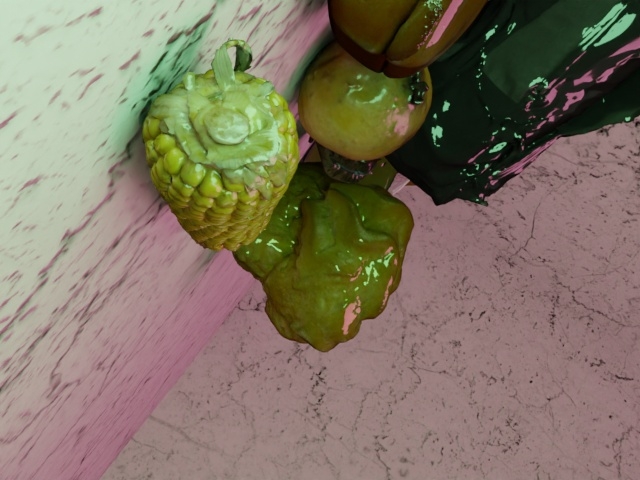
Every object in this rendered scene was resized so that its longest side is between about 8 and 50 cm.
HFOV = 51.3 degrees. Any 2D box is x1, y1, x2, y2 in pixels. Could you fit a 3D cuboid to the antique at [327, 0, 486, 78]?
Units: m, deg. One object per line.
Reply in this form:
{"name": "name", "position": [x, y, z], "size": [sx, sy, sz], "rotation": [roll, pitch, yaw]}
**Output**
{"name": "antique", "position": [0.094, -0.245, 0.581], "size": [0.223, 0.129, 0.278], "rotation": [-54, 180, 42]}

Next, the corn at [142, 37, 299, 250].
{"name": "corn", "position": [-0.076, -0.048, 0.507], "size": [0.106, 0.106, 0.293], "rotation": [-54, -177, -13]}

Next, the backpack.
{"name": "backpack", "position": [0.301, -0.239, 0.932], "size": [0.446, 0.254, 0.363], "rotation": [-33, -168, 37]}

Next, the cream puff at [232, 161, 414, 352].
{"name": "cream puff", "position": [0.000, 0.005, 1.111], "size": [0.274, 0.270, 0.323], "rotation": [-20, -143, 56]}

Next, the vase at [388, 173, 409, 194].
{"name": "vase", "position": [0.104, -0.190, 1.725], "size": [0.445, 0.250, 0.250], "rotation": [-48, -177, 37]}

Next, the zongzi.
{"name": "zongzi", "position": [0.078, -0.219, 1.073], "size": [0.242, 0.112, 0.221], "rotation": [-58, -162, 20]}

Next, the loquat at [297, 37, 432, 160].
{"name": "loquat", "position": [0.050, -0.175, 0.816], "size": [0.205, 0.149, 0.172], "rotation": [-22, -153, 56]}

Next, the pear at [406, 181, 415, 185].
{"name": "pear", "position": [0.238, -0.311, 2.037], "size": [0.303, 0.304, 0.304], "rotation": [-54, 180, 0]}

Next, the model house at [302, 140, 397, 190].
{"name": "model house", "position": [0.019, -0.125, 1.515], "size": [0.293, 0.207, 0.154], "rotation": [-58, -158, 14]}
